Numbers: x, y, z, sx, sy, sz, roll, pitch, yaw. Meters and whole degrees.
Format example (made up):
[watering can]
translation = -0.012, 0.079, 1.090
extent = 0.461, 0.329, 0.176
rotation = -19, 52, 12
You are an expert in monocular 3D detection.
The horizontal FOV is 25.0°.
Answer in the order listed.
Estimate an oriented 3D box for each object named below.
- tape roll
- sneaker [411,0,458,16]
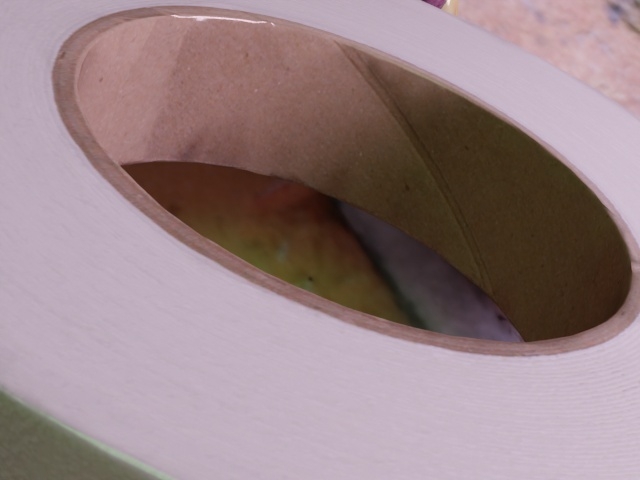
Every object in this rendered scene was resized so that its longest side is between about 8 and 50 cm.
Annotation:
[tape roll]
translation = 0.000, 0.000, 0.493
extent = 0.392, 0.072, 0.392
rotation = 19, 28, -10
[sneaker]
translation = -0.005, -0.158, 0.697
extent = 0.084, 0.069, 0.185
rotation = -25, 62, -13
